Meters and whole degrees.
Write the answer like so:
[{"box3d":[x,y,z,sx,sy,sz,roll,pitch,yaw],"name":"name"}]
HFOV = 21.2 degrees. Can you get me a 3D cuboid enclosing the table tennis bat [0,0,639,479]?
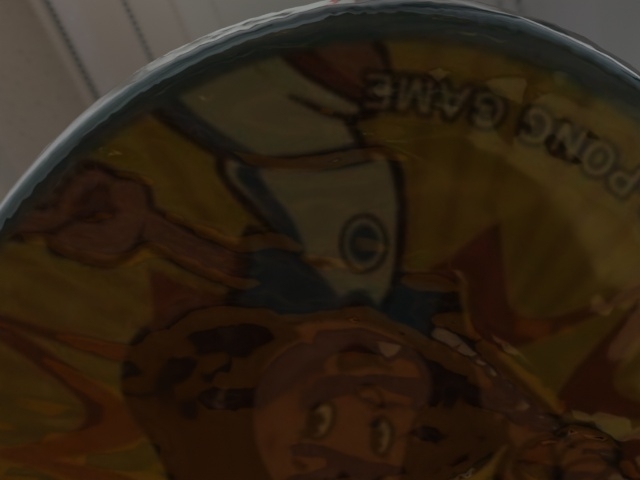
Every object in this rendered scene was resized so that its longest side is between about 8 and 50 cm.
[{"box3d":[0.006,0.103,0.409,0.044,0.215,0.329,-102,18,-69],"name":"table tennis bat"}]
